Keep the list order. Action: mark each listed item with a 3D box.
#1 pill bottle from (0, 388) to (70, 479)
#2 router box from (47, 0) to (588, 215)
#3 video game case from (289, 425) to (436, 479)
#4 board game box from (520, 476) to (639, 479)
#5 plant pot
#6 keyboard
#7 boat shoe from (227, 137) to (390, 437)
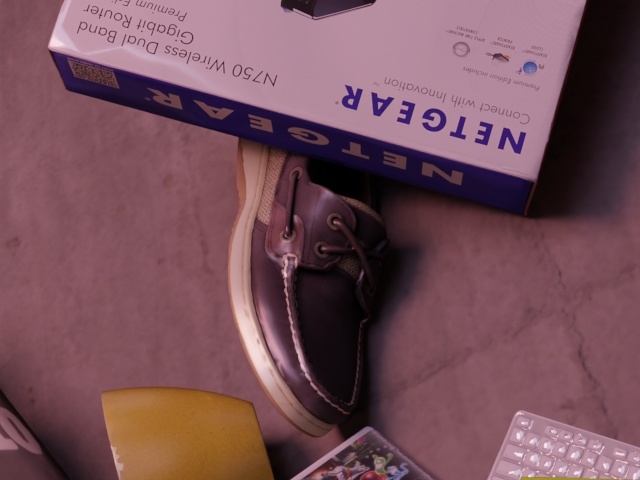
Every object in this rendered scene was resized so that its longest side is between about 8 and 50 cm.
[{"bbox_3d":[-0.287,0.172,1.288,0.204,0.204,0.361,-46,57,1],"label":"pill bottle"},{"bbox_3d":[0.023,-0.207,1.304,0.335,0.082,0.301,15,75,5],"label":"router box"},{"bbox_3d":[0.009,0.211,1.170,0.190,0.022,0.173,-33,42,-19],"label":"video game case"},{"bbox_3d":[0.161,0.149,0.789,0.181,0.043,0.092,-3,58,34],"label":"board game box"},{"bbox_3d":[-0.081,0.152,1.264,0.095,0.134,0.134,-15,49,-4],"label":"plant pot"},{"bbox_3d":[0.203,0.164,1.116,0.256,0.014,0.072,15,70,41],"label":"keyboard"},{"bbox_3d":[0.000,0.000,1.315,0.092,0.103,0.285,-27,42,25],"label":"boat shoe"}]
